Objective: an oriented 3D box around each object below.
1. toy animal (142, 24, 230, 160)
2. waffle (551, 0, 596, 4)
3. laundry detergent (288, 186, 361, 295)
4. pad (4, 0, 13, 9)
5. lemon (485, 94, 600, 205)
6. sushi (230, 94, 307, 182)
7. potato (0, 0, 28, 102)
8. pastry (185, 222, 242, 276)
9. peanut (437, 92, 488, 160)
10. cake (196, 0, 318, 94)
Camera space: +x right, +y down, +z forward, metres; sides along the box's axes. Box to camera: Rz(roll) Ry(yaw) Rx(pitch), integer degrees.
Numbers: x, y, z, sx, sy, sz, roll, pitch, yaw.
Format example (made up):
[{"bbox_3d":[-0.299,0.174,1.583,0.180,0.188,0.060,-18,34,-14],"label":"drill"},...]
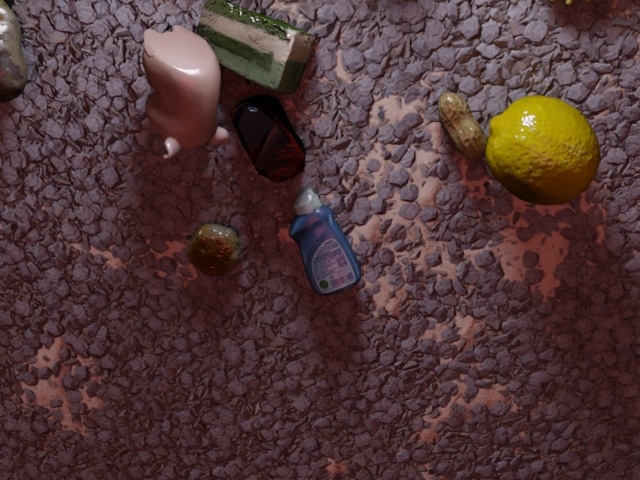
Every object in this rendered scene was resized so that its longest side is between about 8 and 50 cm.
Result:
[{"bbox_3d":[-0.337,-0.349,1.775,0.213,0.195,0.256,40,138,30],"label":"toy animal"},{"bbox_3d":[0.600,-0.676,1.709,0.249,0.056,0.253,-6,111,3],"label":"waffle"},{"bbox_3d":[0.000,0.000,1.975,0.143,0.094,0.290,-18,108,14],"label":"laundry detergent"},{"bbox_3d":[-0.804,-0.618,1.773,0.157,0.003,0.112,23,111,-9],"label":"pad"},{"bbox_3d":[0.541,-0.211,1.796,0.310,0.253,0.253,33,109,-13],"label":"lemon"},{"bbox_3d":[-0.130,-0.257,1.854,0.136,0.126,0.225,-31,115,11],"label":"sushi"},{"bbox_3d":[-0.790,-0.457,1.761,0.165,0.165,0.262,-4,109,2],"label":"potato"},{"bbox_3d":[-0.284,0.026,1.988,0.153,0.081,0.153,-1,115,-3],"label":"pastry"},{"bbox_3d":[0.351,-0.282,1.853,0.083,0.093,0.194,-26,112,25],"label":"peanut"},{"bbox_3d":[-0.165,-0.460,1.745,0.284,0.172,0.158,21,109,-6],"label":"cake"}]
